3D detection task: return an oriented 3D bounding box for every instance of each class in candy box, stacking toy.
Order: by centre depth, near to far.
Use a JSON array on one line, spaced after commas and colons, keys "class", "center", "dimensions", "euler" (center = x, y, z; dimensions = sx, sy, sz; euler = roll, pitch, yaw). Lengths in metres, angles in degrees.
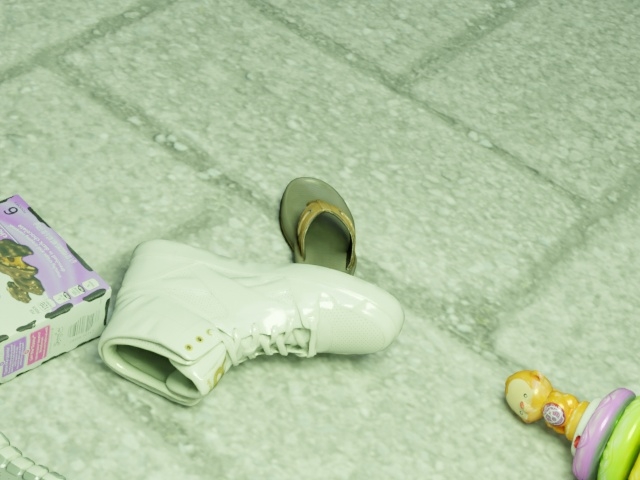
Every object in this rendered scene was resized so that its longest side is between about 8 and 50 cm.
[{"class": "candy box", "center": [-0.334, 0.057, 1.220], "dimensions": [0.196, 0.070, 0.165], "euler": [-27, 57, -38]}, {"class": "stacking toy", "center": [0.313, 0.204, 1.228], "dimensions": [0.302, 0.175, 0.166], "euler": [25, 39, 27]}]

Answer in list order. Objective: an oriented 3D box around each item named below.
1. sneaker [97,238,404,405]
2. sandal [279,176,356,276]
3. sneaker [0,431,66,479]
[{"class": "sneaker", "center": [-0.071, 0.104, 1.238], "dimensions": [0.293, 0.108, 0.169], "euler": [9, 43, 7]}, {"class": "sandal", "center": [0.000, 0.000, 1.396], "dimensions": [0.090, 0.060, 0.219], "euler": [10, 42, -8]}, {"class": "sneaker", "center": [-0.289, 0.236, 1.045], "dimensions": [0.229, 0.086, 0.132], "euler": [30, 47, 30]}]
